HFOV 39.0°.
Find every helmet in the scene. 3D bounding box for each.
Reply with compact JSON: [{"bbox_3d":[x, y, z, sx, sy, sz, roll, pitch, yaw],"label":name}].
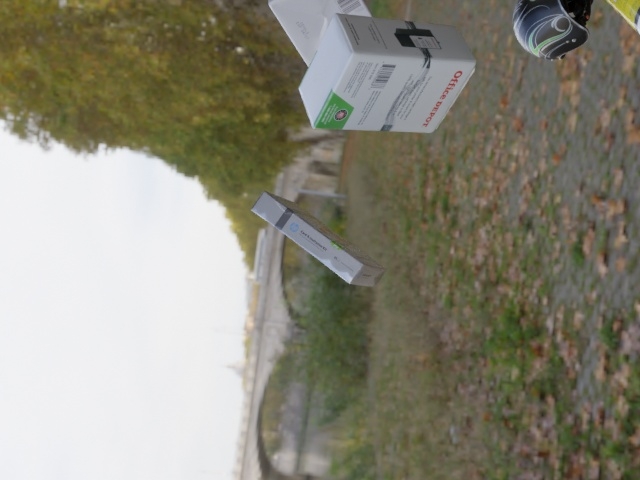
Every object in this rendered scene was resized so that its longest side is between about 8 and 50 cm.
[{"bbox_3d":[0.496,-0.472,1.946,0.161,0.169,0.169,-29,47,52],"label":"helmet"}]

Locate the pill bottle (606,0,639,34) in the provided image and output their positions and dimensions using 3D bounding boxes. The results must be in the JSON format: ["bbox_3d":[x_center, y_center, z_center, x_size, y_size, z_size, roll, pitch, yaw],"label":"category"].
[{"bbox_3d":[0.643,-0.498,1.812,0.119,0.119,0.208,97,159,-44],"label":"pill bottle"}]

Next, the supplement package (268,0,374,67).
[{"bbox_3d":[-0.001,-0.535,2.003,0.177,0.175,0.293,54,-167,-27],"label":"supplement package"}]

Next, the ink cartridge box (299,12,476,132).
[{"bbox_3d":[0.096,-0.237,1.308,0.153,0.209,0.086,-59,41,45],"label":"ink cartridge box"}]

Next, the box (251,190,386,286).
[{"bbox_3d":[0.000,0.000,1.341,0.038,0.186,0.145,-54,-17,6],"label":"box"}]
